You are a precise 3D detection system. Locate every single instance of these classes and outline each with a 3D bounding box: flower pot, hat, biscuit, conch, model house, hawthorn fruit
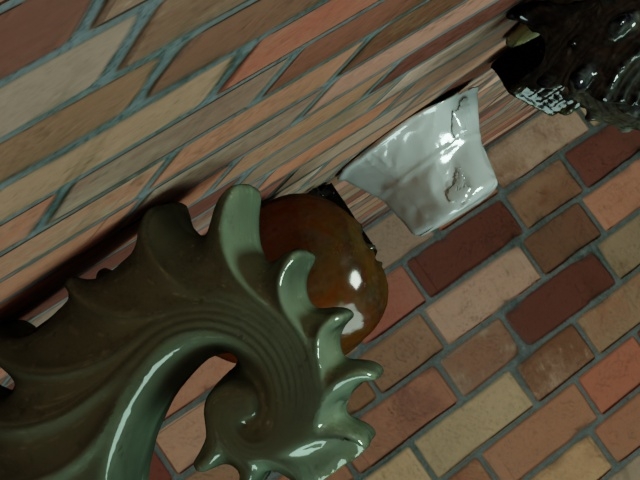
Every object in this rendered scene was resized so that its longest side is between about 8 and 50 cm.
[{"bbox_3d":[-0.143,0.136,1.455,0.367,0.254,0.164,-34,177,8],"label":"flower pot"},{"bbox_3d":[0.133,-0.083,2.193,0.203,0.126,0.203,-31,178,-1],"label":"hat"},{"bbox_3d":[0.262,-0.253,1.957,0.152,0.020,0.152,-35,177,-2],"label":"biscuit"},{"bbox_3d":[0.319,-0.198,1.850,0.313,0.186,0.240,-15,167,-47],"label":"conch"},{"bbox_3d":[0.282,-0.213,2.113,0.165,0.106,0.152,-40,168,18],"label":"model house"},{"bbox_3d":[-0.056,0.055,1.920,0.251,0.199,0.199,-22,176,-3],"label":"hawthorn fruit"}]

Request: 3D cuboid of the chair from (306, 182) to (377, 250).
[{"bbox_3d":[0.000,0.000,2.245,0.113,0.106,0.229,-34,178,12],"label":"chair"}]
